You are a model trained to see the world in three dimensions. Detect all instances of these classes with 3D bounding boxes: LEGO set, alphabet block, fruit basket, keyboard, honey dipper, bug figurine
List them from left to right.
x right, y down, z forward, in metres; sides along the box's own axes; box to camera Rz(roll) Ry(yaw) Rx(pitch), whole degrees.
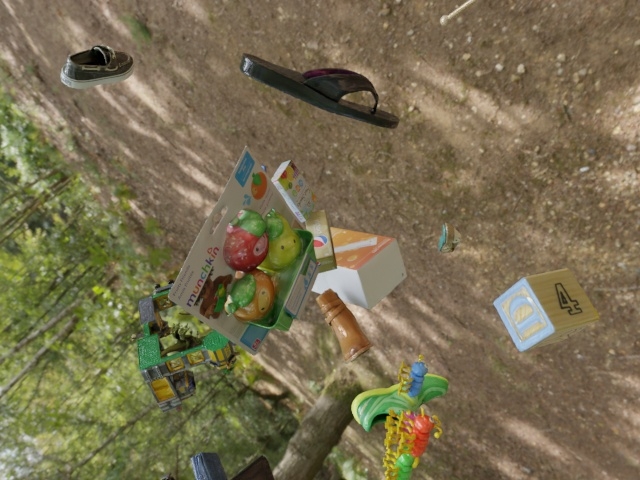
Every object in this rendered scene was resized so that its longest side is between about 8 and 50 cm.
[{"bbox_3d":[-0.329,0.262,1.205,0.331,0.255,0.192,45,152,47],"label":"LEGO set"},{"bbox_3d":[-0.228,0.796,1.418,0.033,0.317,0.201,-24,83,30],"label":"keyboard"},{"bbox_3d":[-0.130,0.042,0.993,0.165,0.327,0.353,14,156,22],"label":"fruit basket"},{"bbox_3d":[0.189,0.383,1.011,0.072,0.216,0.279,15,-161,5],"label":"bug figurine"},{"bbox_3d":[0.271,-0.417,0.816,0.160,0.030,0.030,-23,117,43],"label":"honey dipper"},{"bbox_3d":[0.730,0.227,1.573,0.192,0.197,0.193,117,139,-54],"label":"alphabet block"}]

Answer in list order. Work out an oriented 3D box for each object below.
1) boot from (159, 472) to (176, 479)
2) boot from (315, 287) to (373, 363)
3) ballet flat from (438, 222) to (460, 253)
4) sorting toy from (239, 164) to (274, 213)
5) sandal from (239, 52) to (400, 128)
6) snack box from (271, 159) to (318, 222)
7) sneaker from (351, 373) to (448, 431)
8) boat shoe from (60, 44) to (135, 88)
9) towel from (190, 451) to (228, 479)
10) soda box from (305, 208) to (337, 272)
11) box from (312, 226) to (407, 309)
[{"bbox_3d":[-0.440,0.735,1.244,0.091,0.229,0.263,-75,-29,-75],"label":"boot"},{"bbox_3d":[0.070,0.261,1.547,0.220,0.109,0.283,57,-172,0],"label":"boot"},{"bbox_3d":[0.456,-0.009,1.690,0.067,0.073,0.206,1,163,9],"label":"ballet flat"},{"bbox_3d":[-0.216,-0.074,1.581,0.196,0.047,0.348,26,117,20],"label":"sorting toy"},{"bbox_3d":[0.022,-0.391,1.215,0.445,0.107,0.167,16,-156,-20],"label":"sandal"},{"bbox_3d":[-0.070,-0.130,1.289,0.037,0.100,0.141,-14,124,35],"label":"snack box"},{"bbox_3d":[0.241,0.480,1.403,0.123,0.295,0.109,-115,12,-46],"label":"sneaker"},{"bbox_3d":[-0.514,-0.420,1.144,0.078,0.219,0.070,37,127,-4],"label":"boat shoe"},{"bbox_3d":[-0.184,0.432,0.849,0.067,0.029,0.119,37,-164,-53],"label":"towel"},{"bbox_3d":[0.000,0.000,1.289,0.181,0.061,0.058,-99,-8,-45],"label":"soda box"},{"bbox_3d":[0.104,0.091,1.766,0.345,0.215,0.168,11,130,48],"label":"box"}]
